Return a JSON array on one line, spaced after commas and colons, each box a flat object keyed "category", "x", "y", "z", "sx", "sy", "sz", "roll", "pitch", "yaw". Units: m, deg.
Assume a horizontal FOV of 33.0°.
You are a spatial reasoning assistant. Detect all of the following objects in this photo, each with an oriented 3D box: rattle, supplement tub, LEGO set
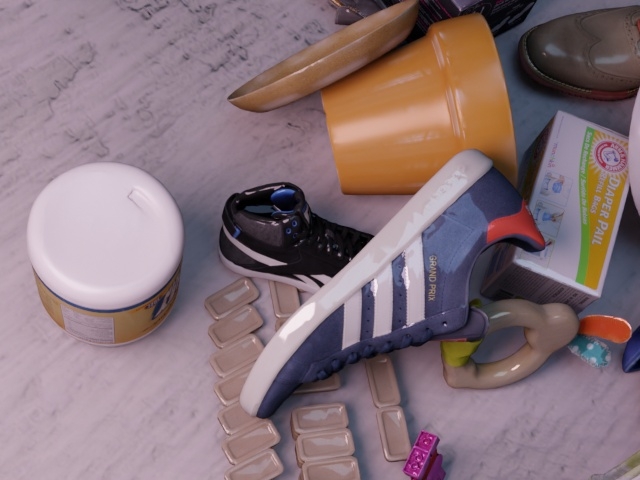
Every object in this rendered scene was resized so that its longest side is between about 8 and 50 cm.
[{"category": "rattle", "x": 0.216, "y": 0.080, "z": 1.183, "sx": 0.200, "sy": 0.130, "sz": 0.143, "roll": -17, "pitch": 29, "yaw": -5}, {"category": "supplement tub", "x": -0.209, "y": 0.022, "z": 1.065, "sx": 0.144, "sy": 0.199, "sz": 0.144, "roll": 3, "pitch": 70, "yaw": -9}, {"category": "LEGO set", "x": 0.103, "y": 0.321, "z": 1.079, "sx": 0.087, "sy": 0.093, "sz": 0.227, "roll": 17, "pitch": 69, "yaw": 31}]

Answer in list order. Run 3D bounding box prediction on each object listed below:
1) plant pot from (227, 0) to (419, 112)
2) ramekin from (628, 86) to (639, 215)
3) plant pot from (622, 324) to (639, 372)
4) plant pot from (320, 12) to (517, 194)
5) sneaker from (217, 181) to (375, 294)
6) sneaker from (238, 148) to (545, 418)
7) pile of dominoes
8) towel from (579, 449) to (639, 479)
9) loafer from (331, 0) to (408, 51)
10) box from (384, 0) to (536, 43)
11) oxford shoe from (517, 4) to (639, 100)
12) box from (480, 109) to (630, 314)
[{"category": "plant pot", "x": 0.008, "y": -0.198, "z": 1.187, "sx": 0.236, "sy": 0.236, "sz": 0.032, "roll": -32, "pitch": 105, "yaw": -20}, {"category": "ramekin", "x": 0.477, "y": -0.116, "z": 1.195, "sx": 0.277, "sy": 0.135, "sz": 0.277, "roll": -12, "pitch": 110, "yaw": -37}, {"category": "plant pot", "x": 0.467, "y": 0.140, "z": 1.132, "sx": 0.236, "sy": 0.236, "sz": 0.212, "roll": -13, "pitch": 65, "yaw": -15}, {"category": "plant pot", "x": 0.102, "y": -0.132, "z": 1.195, "sx": 0.188, "sy": 0.205, "sz": 0.205, "roll": -11, "pitch": 71, "yaw": 2}, {"category": "sneaker", "x": 0.000, "y": 0.000, "z": 1.143, "sx": 0.217, "sy": 0.121, "sz": 0.079, "roll": 8, "pitch": 56, "yaw": -3}, {"category": "sneaker", "x": 0.076, "y": 0.075, "z": 1.067, "sx": 0.350, "sy": 0.131, "sz": 0.148, "roll": -45, "pitch": 87, "yaw": 3}, {"category": "pile of dominoes", "x": -0.020, "y": 0.147, "z": 1.153, "sx": 0.196, "sy": 0.040, "sz": 0.251, "roll": -5, "pitch": 62, "yaw": -12}, {"category": "towel", "x": 0.432, "y": 0.318, "z": 1.005, "sx": 0.374, "sy": 0.320, "sz": 0.090, "roll": 34, "pitch": 61, "yaw": 4}, {"category": "loafer", "x": 0.042, "y": -0.281, "z": 1.310, "sx": 0.061, "sy": 0.062, "sz": 0.170, "roll": -39, "pitch": 76, "yaw": 2}, {"category": "box", "x": 0.142, "y": -0.365, "z": 1.308, "sx": 0.163, "sy": 0.142, "sz": 0.247, "roll": -30, "pitch": 78, "yaw": -19}, {"category": "oxford shoe", "x": 0.416, "y": -0.255, "z": 1.321, "sx": 0.348, "sy": 0.130, "sz": 0.123, "roll": -6, "pitch": 71, "yaw": -13}, {"category": "box", "x": 0.270, "y": -0.025, "z": 1.217, "sx": 0.103, "sy": 0.114, "sz": 0.203, "roll": 22, "pitch": 66, "yaw": -2}]
